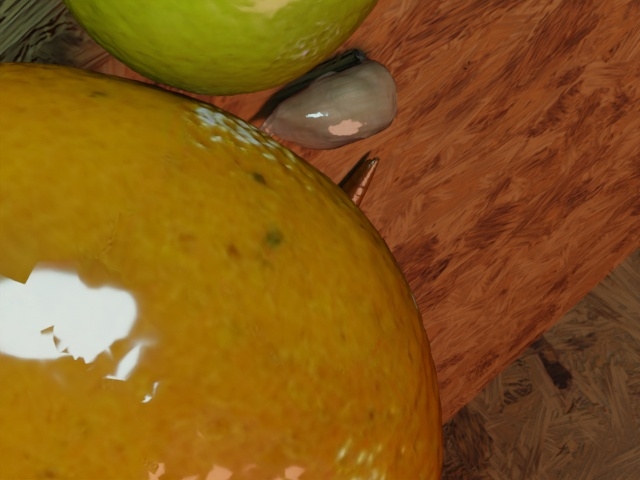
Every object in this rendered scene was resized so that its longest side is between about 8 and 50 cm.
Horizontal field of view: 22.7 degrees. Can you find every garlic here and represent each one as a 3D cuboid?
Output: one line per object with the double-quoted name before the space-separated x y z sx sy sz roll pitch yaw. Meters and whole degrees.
"garlic" 0.015 -0.102 1.291 0.152 0.066 0.084 -22 156 -52

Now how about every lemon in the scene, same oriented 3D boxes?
"lemon" -0.047 -0.164 0.827 0.184 0.184 0.248 -43 162 5

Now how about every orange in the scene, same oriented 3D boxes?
"orange" -0.142 0.095 0.898 0.424 0.424 0.326 -50 -160 27

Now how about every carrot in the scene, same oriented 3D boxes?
"carrot" 0.000 0.000 1.558 0.216 0.048 0.048 -55 159 25
